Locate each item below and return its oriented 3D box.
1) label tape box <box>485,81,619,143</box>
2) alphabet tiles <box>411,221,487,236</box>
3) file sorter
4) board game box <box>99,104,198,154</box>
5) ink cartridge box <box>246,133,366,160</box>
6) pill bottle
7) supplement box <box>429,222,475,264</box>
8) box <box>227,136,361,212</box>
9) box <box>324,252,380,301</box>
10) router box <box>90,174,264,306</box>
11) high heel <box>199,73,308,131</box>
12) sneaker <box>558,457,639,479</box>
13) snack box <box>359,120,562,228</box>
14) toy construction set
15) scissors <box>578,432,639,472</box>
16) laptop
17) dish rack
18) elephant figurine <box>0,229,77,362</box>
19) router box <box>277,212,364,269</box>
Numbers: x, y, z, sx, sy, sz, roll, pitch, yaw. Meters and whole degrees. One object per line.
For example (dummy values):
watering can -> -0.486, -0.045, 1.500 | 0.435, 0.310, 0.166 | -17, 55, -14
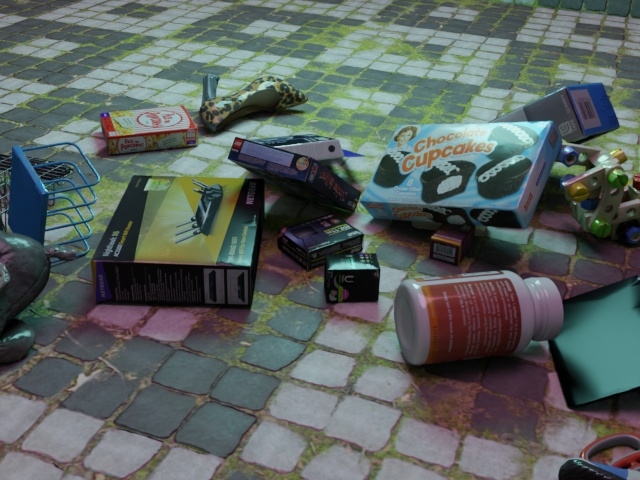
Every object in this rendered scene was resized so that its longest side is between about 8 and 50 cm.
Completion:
label tape box -> 0.390, -0.197, 1.582 | 0.334, 0.105, 0.241 | -23, -3, 37
alphabet tiles -> 0.257, -0.089, 1.559 | 0.278, 0.021, 0.284 | 6, 30, 8
file sorter -> -0.434, -0.059, 1.294 | 0.105, 0.170, 0.118 | -16, 53, -37
board game box -> -0.383, -0.247, 1.768 | 0.194, 0.045, 0.147 | -9, 32, -19
ink cartridge box -> -0.035, -0.191, 1.641 | 0.208, 0.045, 0.206 | -6, 13, -15
pill bottle -> 0.222, 0.106, 1.120 | 0.216, 0.121, 0.121 | -4, 31, -11
supplement box -> 0.229, 0.001, 1.379 | 0.055, 0.043, 0.083 | 15, 33, 25
box -> -0.041, -0.116, 1.434 | 0.159, 0.044, 0.233 | 17, -4, 25
box -> 0.049, 0.058, 1.250 | 0.083, 0.062, 0.052 | -1, 29, -5
router box -> -0.223, -0.009, 1.329 | 0.243, 0.081, 0.309 | 1, 30, -1
high heel -> -0.154, -0.306, 1.875 | 0.261, 0.093, 0.186 | 5, 47, -11
sneaker -> 0.362, 0.293, 0.863 | 0.211, 0.080, 0.081 | 24, 29, 16
snack box -> 0.241, -0.120, 1.401 | 0.322, 0.060, 0.187 | 5, 59, 42
toy construction set -> 0.575, -0.102, 1.392 | 0.328, 0.215, 0.151 | -8, 33, 10
scissors -> 0.453, 0.248, 0.987 | 0.297, 0.021, 0.109 | -17, 33, -27
laptop -> 0.479, 0.171, 1.133 | 0.264, 0.136, 0.234 | 26, 29, -11
dish rack -> -0.591, -0.083, 1.451 | 0.208, 0.074, 0.271 | 14, 30, 17
elephant figurine -> -0.471, 0.099, 1.092 | 0.169, 0.186, 0.239 | 36, 28, -32
router box -> 0.000, 0.000, 1.371 | 0.122, 0.038, 0.092 | -19, 37, -32
